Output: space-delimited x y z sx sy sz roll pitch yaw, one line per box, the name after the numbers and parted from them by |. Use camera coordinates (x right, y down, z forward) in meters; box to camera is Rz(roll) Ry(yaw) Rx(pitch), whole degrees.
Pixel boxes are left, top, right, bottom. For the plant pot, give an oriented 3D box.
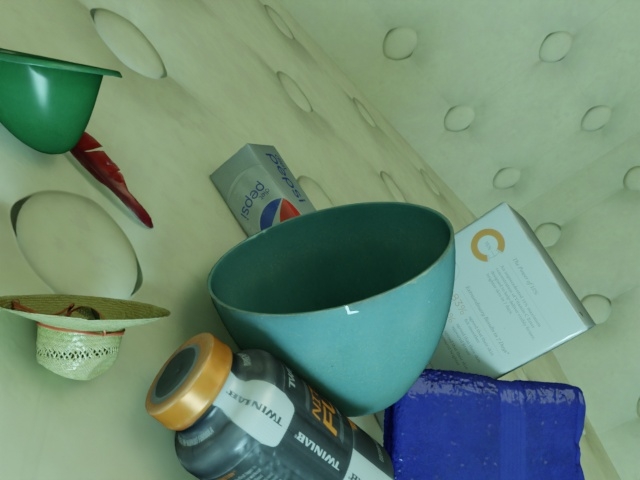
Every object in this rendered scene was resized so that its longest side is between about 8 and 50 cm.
0.029 0.097 0.695 0.290 0.290 0.196 -70 149 -65 | plant pot

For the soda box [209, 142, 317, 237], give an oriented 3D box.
-0.052 -0.016 0.914 0.286 0.091 0.098 57 22 7 | soda box

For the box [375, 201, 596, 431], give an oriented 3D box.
0.224 0.131 0.921 0.168 0.345 0.215 13 46 -59 | box

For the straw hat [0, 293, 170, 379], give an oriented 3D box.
-0.204 0.084 0.479 0.144 0.144 0.061 10 86 -61 | straw hat

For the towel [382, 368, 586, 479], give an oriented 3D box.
0.222 0.299 0.771 0.308 0.076 0.228 11 73 -17 | towel

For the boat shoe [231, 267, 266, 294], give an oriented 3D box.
-0.104 0.065 0.773 0.100 0.035 0.035 30 59 -53 | boat shoe

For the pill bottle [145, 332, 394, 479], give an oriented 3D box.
-0.049 0.195 0.551 0.245 0.130 0.130 45 23 -23 | pill bottle

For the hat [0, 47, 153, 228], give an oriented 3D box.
-0.305 -0.105 0.614 0.208 0.184 0.173 12 15 6 | hat

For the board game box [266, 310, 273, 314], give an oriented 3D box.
-0.040 0.130 0.817 0.090 0.020 0.090 55 23 2 | board game box
